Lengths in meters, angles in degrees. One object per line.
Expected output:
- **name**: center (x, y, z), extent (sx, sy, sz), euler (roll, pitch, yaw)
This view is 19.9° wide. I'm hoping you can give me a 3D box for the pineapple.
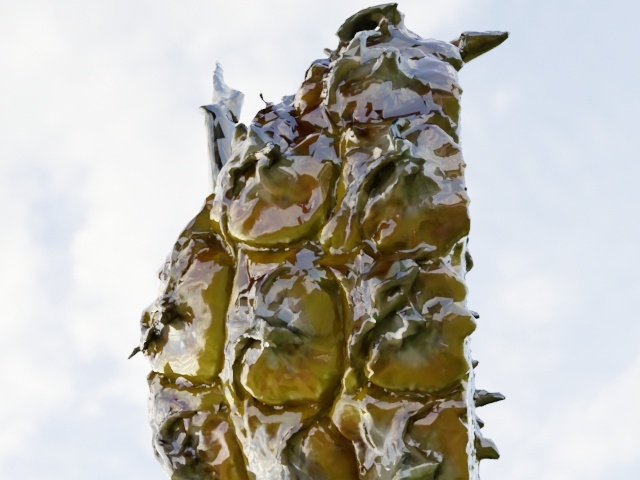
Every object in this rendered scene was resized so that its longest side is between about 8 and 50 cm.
- **pineapple**: center (-0.006, 0.001, 0.764), extent (0.158, 0.334, 0.161), euler (0, -38, 11)
